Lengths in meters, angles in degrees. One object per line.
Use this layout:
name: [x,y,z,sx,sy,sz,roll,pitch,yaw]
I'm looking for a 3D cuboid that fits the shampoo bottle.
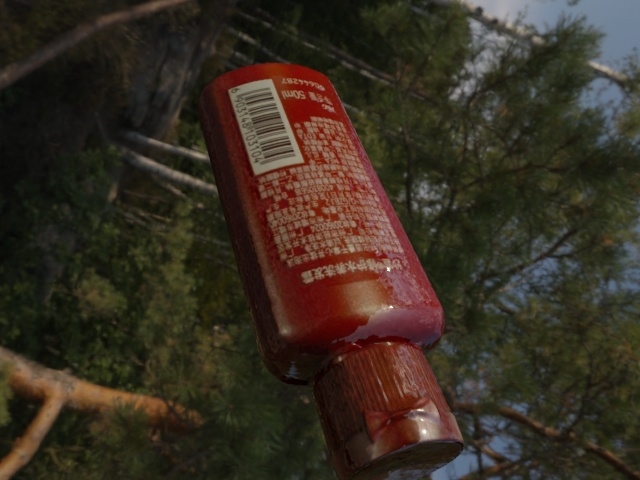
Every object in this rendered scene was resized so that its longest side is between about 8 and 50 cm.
shampoo bottle: [0.000,0.000,0.404,0.076,0.118,0.314,110,-32,-46]
